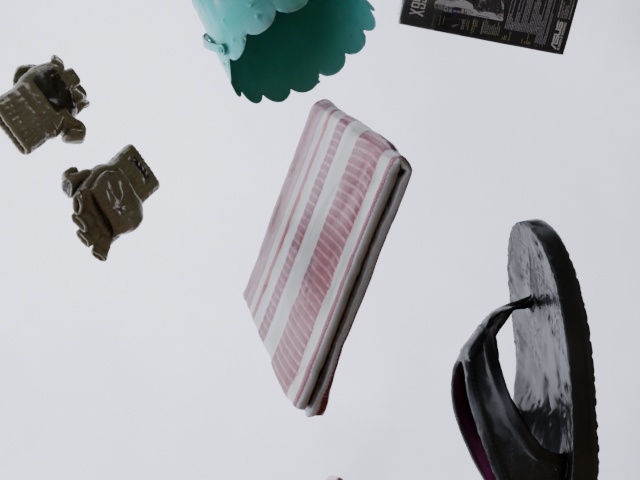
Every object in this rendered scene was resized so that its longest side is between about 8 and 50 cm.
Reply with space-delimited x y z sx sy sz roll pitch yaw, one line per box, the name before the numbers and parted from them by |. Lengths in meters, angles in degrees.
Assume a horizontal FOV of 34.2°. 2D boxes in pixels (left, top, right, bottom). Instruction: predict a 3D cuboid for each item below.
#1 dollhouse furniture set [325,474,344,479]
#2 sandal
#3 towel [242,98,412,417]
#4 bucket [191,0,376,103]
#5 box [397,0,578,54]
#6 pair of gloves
dollhouse furniture set | -0.032 0.315 0.847 0.135 0.262 0.259 22 -104 -1
sandal | 0.186 0.204 0.983 0.107 0.167 0.445 -2 -83 -9
towel | 0.000 0.000 0.984 0.037 0.329 0.237 17 -79 -16
bucket | -0.069 -0.377 1.723 0.281 0.281 0.183 -8 -119 -48
box | 0.255 -0.430 1.438 0.076 0.243 0.307 -83 3 -66
pair of gloves | -0.303 -0.109 1.285 0.240 0.042 0.204 54 -157 -22
